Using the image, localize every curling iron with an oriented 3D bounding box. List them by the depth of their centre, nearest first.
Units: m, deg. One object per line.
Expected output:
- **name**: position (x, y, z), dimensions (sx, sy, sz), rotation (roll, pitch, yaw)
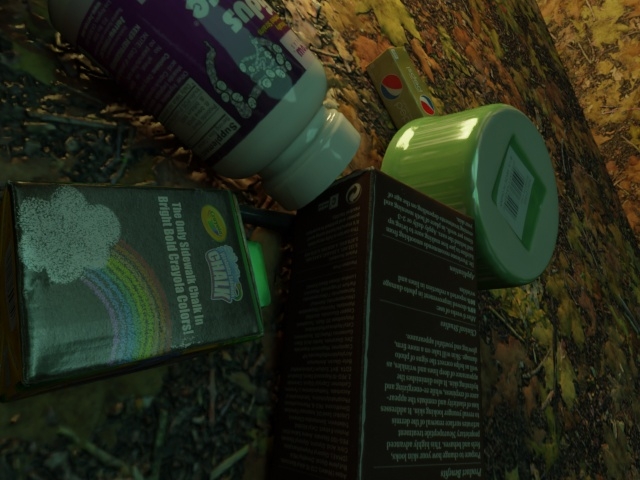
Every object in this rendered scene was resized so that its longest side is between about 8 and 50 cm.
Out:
- **curling iron**: position (0.000, 0.000, 0.583), dimensions (0.274, 0.035, 0.068), rotation (22, 59, -34)

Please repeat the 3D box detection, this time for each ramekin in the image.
- **ramekin**: position (0.247, -0.063, 0.706), dimensions (0.303, 0.148, 0.303), rotation (5, 82, -40)

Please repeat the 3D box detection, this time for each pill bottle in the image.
- **pill bottle**: position (-0.101, -0.174, 0.476), dimensions (0.301, 0.169, 0.169), rotation (42, 49, -20)

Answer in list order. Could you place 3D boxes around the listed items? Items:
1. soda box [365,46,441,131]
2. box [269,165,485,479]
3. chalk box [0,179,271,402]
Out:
- **soda box**: position (0.158, -0.255, 0.815), dimensions (0.058, 0.061, 0.181), rotation (-28, 92, -45)
- **box**: position (0.069, 0.138, 0.489), dimensions (0.191, 0.143, 0.381), rotation (20, 64, -35)
- **chalk box**: position (-0.141, 0.038, 0.376), dimensions (0.213, 0.132, 0.132), rotation (-1, 72, -43)
